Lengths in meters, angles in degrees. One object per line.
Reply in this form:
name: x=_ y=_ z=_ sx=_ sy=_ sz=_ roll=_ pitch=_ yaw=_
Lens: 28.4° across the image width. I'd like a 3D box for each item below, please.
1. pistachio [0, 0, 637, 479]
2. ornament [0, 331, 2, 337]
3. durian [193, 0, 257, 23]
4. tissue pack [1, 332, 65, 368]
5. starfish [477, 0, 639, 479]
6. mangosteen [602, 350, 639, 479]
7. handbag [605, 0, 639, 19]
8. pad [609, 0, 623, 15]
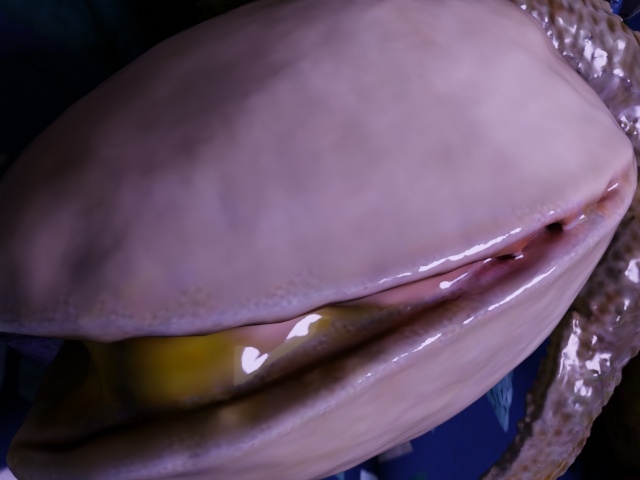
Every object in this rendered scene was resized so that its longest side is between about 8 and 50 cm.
pistachio: x=0.000 y=0.000 z=0.519 sx=0.318 sy=0.214 sz=0.193 roll=-33 pitch=116 yaw=-44
ornament: x=-0.174 y=0.113 z=0.380 sx=0.285 sy=0.130 sz=0.120 roll=-65 pitch=148 yaw=-44
durian: x=-0.001 y=-0.149 z=0.727 sx=0.159 sy=0.146 sz=0.198 roll=41 pitch=39 yaw=-27
tissue pack: x=-0.083 y=0.028 z=0.625 sx=0.156 sy=0.051 sz=0.112 roll=41 pitch=50 yaw=-48
starfish: x=0.198 y=0.010 z=0.789 sx=0.324 sy=0.082 sz=0.432 roll=-35 pitch=125 yaw=-32
mangosteen: x=0.426 y=0.175 z=1.093 sx=0.382 sy=0.435 sz=0.382 roll=6 pitch=90 yaw=-88
handbag: x=0.294 y=-0.394 z=1.193 sx=0.288 sy=0.152 sz=0.342 roll=-29 pitch=111 yaw=-36
pad: x=0.160 y=-0.034 z=0.939 sx=0.269 sy=0.012 sz=0.269 roll=-52 pitch=161 yaw=-49
